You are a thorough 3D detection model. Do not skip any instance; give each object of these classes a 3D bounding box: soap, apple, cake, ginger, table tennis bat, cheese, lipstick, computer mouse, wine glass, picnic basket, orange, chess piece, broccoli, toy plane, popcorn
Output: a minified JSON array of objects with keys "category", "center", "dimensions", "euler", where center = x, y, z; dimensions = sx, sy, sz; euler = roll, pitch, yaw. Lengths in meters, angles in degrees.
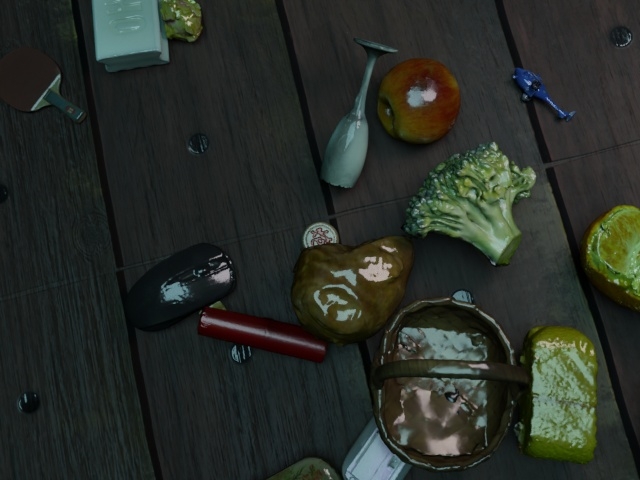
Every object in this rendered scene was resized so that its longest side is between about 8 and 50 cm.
[{"category":"soap","center":[-0.458,-0.550,1.581],"dimensions":[0.160,0.087,0.265],"euler":[-8,80,5]},{"category":"apple","center":[0.220,-0.310,1.457],"dimensions":[0.173,0.160,0.195],"euler":[-19,86,-20]},{"category":"cake","center":[0.463,0.302,1.314],"dimensions":[0.156,0.179,0.260],"euler":[6,79,6]},{"category":"ginger","center":[0.071,0.103,1.358],"dimensions":[0.270,0.200,0.222],"euler":[-3,84,-13]},{"category":"table tennis bat","center":[-0.682,-0.370,1.608],"dimensions":[0.274,0.021,0.154],"euler":[35,86,11]},{"category":"cheese","center":[-0.227,0.183,1.468],"dimensions":[0.060,0.041,0.084],"euler":[-30,83,-5]},{"category":"lipstick","center":[-0.124,0.200,1.418],"dimensions":[0.280,0.073,0.073],"euler":[13,82,-4]},{"category":"computer mouse","center":[0.147,0.424,1.380],"dimensions":[0.126,0.056,0.245],"euler":[34,74,11]},{"category":"wine glass","center":[0.073,-0.300,1.501],"dimensions":[0.096,0.264,0.309],"euler":[12,110,-8]},{"category":"picnic basket","center":[0.238,0.260,1.240],"dimensions":[0.293,0.337,0.337],"euler":[3,81,3]},{"category":"orange","center":[0.641,0.045,1.346],"dimensions":[0.237,0.158,0.179],"euler":[37,73,9]},{"category":"chess piece","center":[0.000,0.000,1.476],"dimensions":[0.084,0.038,0.083],"euler":[-1,79,5]},{"category":"broccoli","center":[0.318,-0.066,1.349],"dimensions":[0.288,0.248,0.245],"euler":[-44,73,-3]},{"category":"computer mouse","center":[-0.319,0.106,1.466],"dimensions":[0.270,0.086,0.137],"euler":[-29,80,-1]},{"category":"toy plane","center":[0.498,-0.330,1.479],"dimensions":[0.062,0.054,0.167],"euler":[-36,78,-27]},{"category":"popcorn","center":[-0.329,-0.529,1.570],"dimensions":[0.109,0.089,0.097],"euler":[40,51,1]}]

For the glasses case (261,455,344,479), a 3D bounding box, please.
[{"category":"glasses case","center":[-0.139,0.598,1.363],"dimensions":[0.426,0.098,0.156],"euler":[-29,75,0]}]
